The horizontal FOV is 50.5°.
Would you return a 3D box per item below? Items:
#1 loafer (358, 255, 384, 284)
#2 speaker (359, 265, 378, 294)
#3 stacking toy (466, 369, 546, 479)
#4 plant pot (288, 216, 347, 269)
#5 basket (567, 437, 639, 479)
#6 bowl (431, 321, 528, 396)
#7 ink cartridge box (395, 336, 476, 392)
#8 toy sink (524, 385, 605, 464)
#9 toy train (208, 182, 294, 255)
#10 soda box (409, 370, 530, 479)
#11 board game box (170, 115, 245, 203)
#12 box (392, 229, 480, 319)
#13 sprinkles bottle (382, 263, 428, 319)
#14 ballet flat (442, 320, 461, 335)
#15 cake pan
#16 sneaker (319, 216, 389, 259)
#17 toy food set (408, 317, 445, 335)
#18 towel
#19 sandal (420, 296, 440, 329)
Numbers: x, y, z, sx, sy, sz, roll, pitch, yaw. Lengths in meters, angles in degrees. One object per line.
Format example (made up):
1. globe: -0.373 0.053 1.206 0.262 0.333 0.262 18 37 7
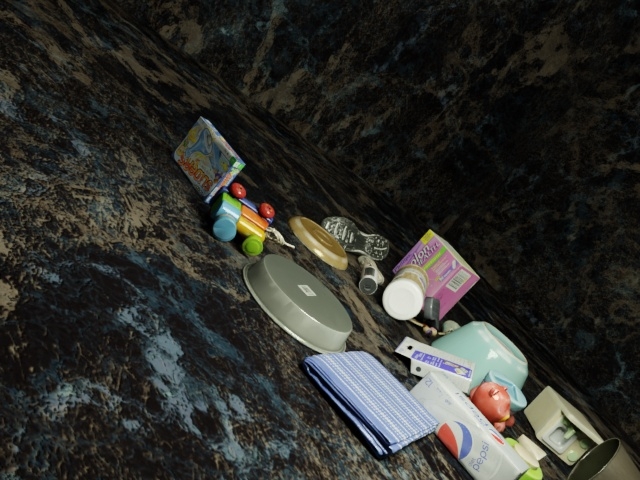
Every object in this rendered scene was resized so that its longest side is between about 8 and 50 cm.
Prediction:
1. loafer: 0.161 0.094 2.230 0.039 0.045 0.125 12 33 -51
2. speaker: 0.148 0.121 2.076 0.055 0.055 0.136 40 14 -3
3. stacking toy: 0.501 0.461 1.750 0.279 0.130 0.309 46 20 16
4. plant pot: 0.000 0.000 2.103 0.236 0.032 0.236 37 14 -11
5. basket: 0.833 0.706 1.886 0.227 0.204 0.154 51 -25 8
6. bowl: 0.504 0.364 2.056 0.311 0.163 0.311 39 13 -10
7. ink cartridge box: 0.304 0.327 1.808 0.208 0.045 0.206 20 8 15
8. toy sink: 0.746 0.582 2.097 0.152 0.131 0.234 39 9 -5
9. toy train: -0.151 -0.014 1.602 0.248 0.105 0.143 35 25 -23
10. soda box: 0.322 0.424 1.507 0.286 0.091 0.098 48 14 26
11. board game box: -0.290 -0.205 1.730 0.201 0.136 0.035 49 15 33
12. box: 0.414 0.122 2.463 0.117 0.214 0.243 32 16 -36
13. sprinkles bottle: 0.277 0.158 2.172 0.121 0.121 0.355 42 13 5
14. ballet flat: 0.497 0.352 2.302 0.213 0.072 0.068 36 33 -9
15. cake pan: -0.042 0.133 1.511 0.293 0.054 0.293 38 14 -11
16. sneaker: 0.103 -0.001 2.302 0.271 0.100 0.108 25 -13 -31
17. toy food set: 0.325 0.272 2.119 0.122 0.019 0.078 26 5 28
18. towel: 0.108 0.322 1.386 0.243 0.040 0.336 44 12 23
19. sandal: 0.346 0.225 2.174 0.054 0.097 0.254 2 -17 17
